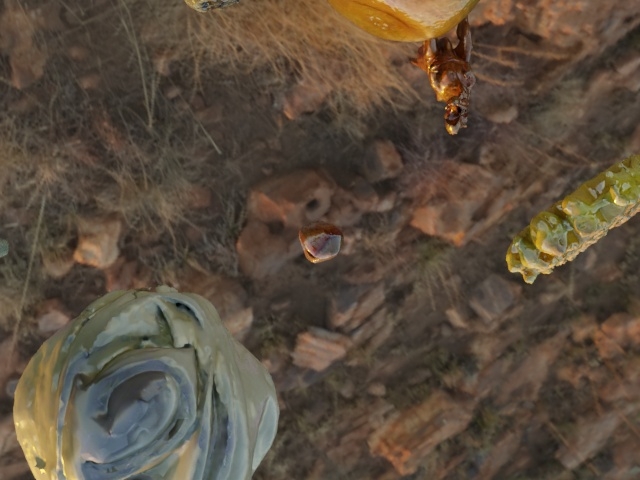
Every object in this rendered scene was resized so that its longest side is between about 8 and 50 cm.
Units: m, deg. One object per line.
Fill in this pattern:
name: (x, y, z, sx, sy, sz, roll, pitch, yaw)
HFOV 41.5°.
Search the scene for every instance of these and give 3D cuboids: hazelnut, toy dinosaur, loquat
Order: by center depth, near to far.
loquat: (0.130, -0.432, 1.247, 0.276, 0.284, 0.275, 0, 85, -4)
toy dinosaur: (0.224, -0.342, 1.510, 0.097, 0.432, 0.208, 1, 122, 0)
hazelnut: (0.000, 0.000, 1.522, 0.086, 0.086, 0.086, -14, 129, -18)

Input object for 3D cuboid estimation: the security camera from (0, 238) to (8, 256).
security camera: (-0.447, 0.015, 1.098, 0.058, 0.058, 0.092, -52, 168, 16)

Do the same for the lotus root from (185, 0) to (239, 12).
lotus root: (-0.168, -0.371, 0.780, 0.175, 0.175, 0.349, -30, 99, -4)

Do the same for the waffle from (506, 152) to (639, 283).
waffle: (0.282, -0.022, 0.912, 0.211, 0.055, 0.160, -21, 162, -48)

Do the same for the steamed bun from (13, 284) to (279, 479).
steamed bun: (-0.188, 0.198, 0.909, 0.268, 0.207, 0.280, -42, 89, -1)
